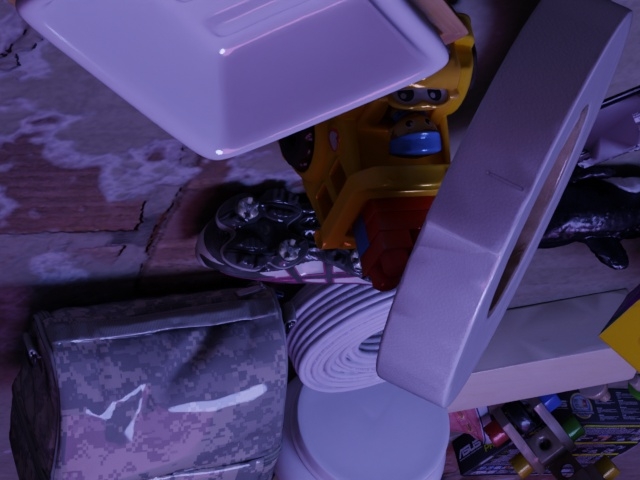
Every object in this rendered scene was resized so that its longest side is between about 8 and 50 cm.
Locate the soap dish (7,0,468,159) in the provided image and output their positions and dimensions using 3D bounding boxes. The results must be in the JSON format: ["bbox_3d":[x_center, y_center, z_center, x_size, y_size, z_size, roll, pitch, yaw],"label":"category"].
[{"bbox_3d":[-0.059,-0.180,1.118,0.229,0.118,0.291,-21,154,19],"label":"soap dish"}]

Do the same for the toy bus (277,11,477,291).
[{"bbox_3d":[0.063,-0.073,1.482,0.150,0.211,0.220,-2,151,-20],"label":"toy bus"}]

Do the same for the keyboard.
[{"bbox_3d":[0.344,-0.132,1.718,0.192,0.038,0.100,-20,131,16],"label":"keyboard"}]

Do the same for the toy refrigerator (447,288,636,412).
[{"bbox_3d":[0.278,0.142,2.165,0.270,0.094,0.102,-10,148,-8],"label":"toy refrigerator"}]

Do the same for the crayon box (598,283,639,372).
[{"bbox_3d":[0.532,0.093,1.788,0.106,0.313,0.363,-47,177,-44],"label":"crayon box"}]

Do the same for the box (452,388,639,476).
[{"bbox_3d":[0.375,0.299,2.567,0.270,0.060,0.216,4,149,-32],"label":"box"}]

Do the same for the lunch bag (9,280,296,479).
[{"bbox_3d":[-0.188,0.172,1.861,0.305,0.212,0.256,-6,137,-21],"label":"lunch bag"}]

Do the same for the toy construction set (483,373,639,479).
[{"bbox_3d":[0.382,0.309,2.366,0.257,0.308,0.237,24,173,30],"label":"toy construction set"}]

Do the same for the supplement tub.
[{"bbox_3d":[0.029,0.296,2.187,0.235,0.235,0.325,-5,153,-18],"label":"supplement tub"}]

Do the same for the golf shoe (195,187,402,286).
[{"bbox_3d":[0.000,0.000,1.755,0.273,0.105,0.120,7,164,-25],"label":"golf shoe"}]

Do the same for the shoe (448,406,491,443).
[{"bbox_3d":[0.202,0.250,2.384,0.081,0.063,0.178,-14,149,5],"label":"shoe"}]

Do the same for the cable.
[{"bbox_3d":[0.078,0.087,1.933,0.257,0.089,0.257,-8,155,-24],"label":"cable"}]

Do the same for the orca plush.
[{"bbox_3d":[0.324,-0.007,1.853,0.287,0.102,0.151,4,155,-32],"label":"orca plush"}]

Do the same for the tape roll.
[{"bbox_3d":[0.162,-0.038,1.451,0.072,0.392,0.392,26,156,11],"label":"tape roll"}]

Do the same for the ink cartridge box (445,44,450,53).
[{"bbox_3d":[-0.001,-0.185,1.315,0.175,0.127,0.072,-19,156,14],"label":"ink cartridge box"}]
